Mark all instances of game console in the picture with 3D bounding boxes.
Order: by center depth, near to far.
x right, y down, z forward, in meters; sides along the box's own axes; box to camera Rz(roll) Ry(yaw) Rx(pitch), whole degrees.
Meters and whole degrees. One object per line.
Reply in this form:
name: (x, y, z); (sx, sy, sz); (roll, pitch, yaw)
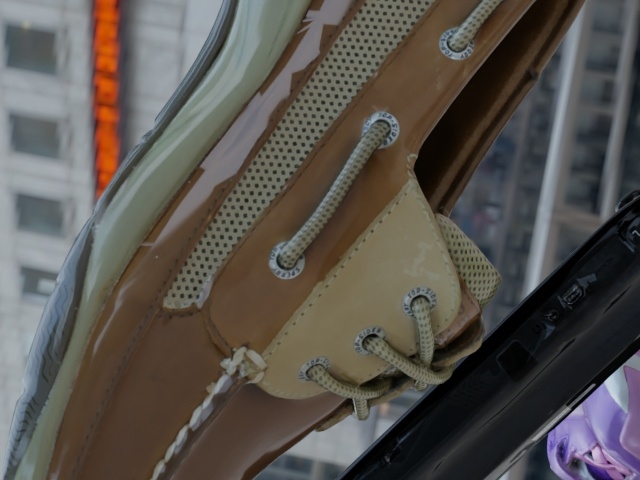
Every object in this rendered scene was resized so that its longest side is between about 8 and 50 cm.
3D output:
game console: (0.027, 0.113, 0.735); (0.361, 0.044, 0.213); (-45, -16, 14)

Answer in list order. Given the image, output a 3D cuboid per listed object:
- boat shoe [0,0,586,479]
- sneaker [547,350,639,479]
boat shoe: (0.000, 0.000, 0.609); (0.324, 0.120, 0.122); (-65, -14, -3)
sneaker: (0.153, 0.086, 0.869); (0.104, 0.095, 0.236); (-54, -4, 12)
